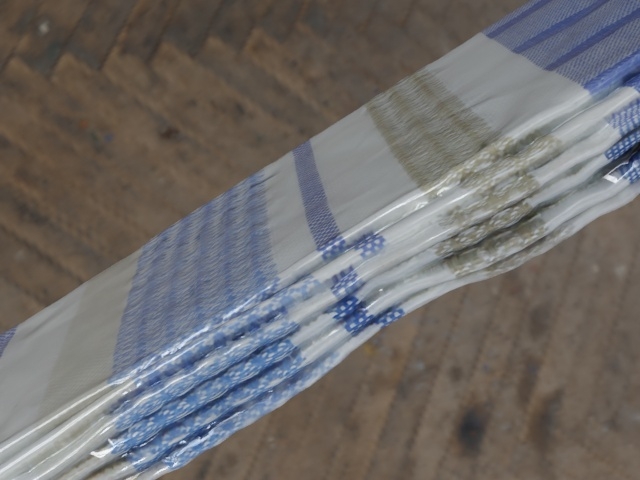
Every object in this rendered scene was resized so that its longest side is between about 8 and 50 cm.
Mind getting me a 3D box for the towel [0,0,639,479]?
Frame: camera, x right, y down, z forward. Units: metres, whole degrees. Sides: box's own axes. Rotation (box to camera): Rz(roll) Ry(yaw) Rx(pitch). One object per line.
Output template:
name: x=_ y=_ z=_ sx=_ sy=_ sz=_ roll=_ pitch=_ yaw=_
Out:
towel: x=0.000 y=0.000 z=0.498 sx=0.285 sy=0.209 sz=0.034 roll=-32 pitch=102 yaw=3
